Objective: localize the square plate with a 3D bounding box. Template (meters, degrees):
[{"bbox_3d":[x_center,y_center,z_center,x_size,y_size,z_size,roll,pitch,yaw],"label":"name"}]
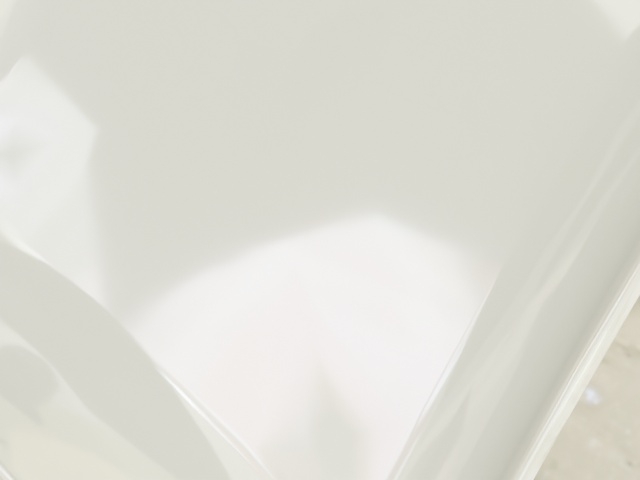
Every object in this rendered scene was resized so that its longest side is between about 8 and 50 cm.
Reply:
[{"bbox_3d":[-0.018,-0.072,0.442,0.344,0.347,0.049,36,10,35],"label":"square plate"}]
